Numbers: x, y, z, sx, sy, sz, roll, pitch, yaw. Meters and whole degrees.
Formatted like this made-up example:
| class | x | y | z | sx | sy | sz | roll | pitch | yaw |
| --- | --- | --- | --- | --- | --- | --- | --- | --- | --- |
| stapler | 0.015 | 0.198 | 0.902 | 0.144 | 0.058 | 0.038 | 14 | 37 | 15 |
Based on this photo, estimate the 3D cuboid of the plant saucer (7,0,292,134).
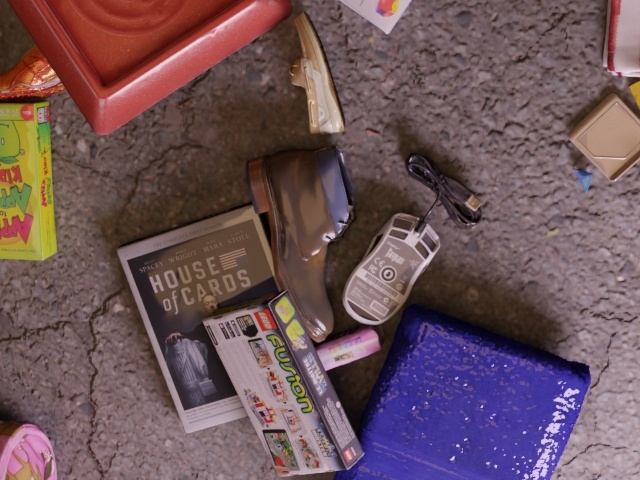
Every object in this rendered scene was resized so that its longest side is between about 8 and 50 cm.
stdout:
| class | x | y | z | sx | sy | sz | roll | pitch | yaw |
| --- | --- | --- | --- | --- | --- | --- | --- | --- | --- |
| plant saucer | -0.203 | -0.286 | 1.149 | 0.259 | 0.048 | 0.258 | -33 | 95 | 1 |

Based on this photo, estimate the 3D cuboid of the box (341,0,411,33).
| class | x | y | z | sx | sy | sz | roll | pitch | yaw |
| --- | --- | --- | --- | --- | --- | --- | --- | --- | --- |
| box | 0.036 | -0.331 | 1.137 | 0.186 | 0.038 | 0.145 | 35 | 105 | 1 |

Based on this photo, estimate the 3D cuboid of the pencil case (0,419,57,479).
| class | x | y | z | sx | sy | sz | roll | pitch | yaw |
| --- | --- | --- | --- | --- | --- | --- | --- | --- | --- |
| pencil case | -0.524 | 0.290 | 1.302 | 0.386 | 0.160 | 0.167 | 4 | 68 | 8 |

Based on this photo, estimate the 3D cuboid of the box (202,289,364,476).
| class | x | y | z | sx | sy | sz | roll | pitch | yaw |
| --- | --- | --- | --- | --- | --- | --- | --- | --- | --- |
| box | -0.042 | 0.163 | 1.202 | 0.114 | 0.036 | 0.207 | -16 | 102 | 41 |

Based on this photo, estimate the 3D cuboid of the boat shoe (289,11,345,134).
| class | x | y | z | sx | sy | sz | roll | pitch | yaw |
| --- | --- | --- | --- | --- | --- | --- | --- | --- | --- |
| boat shoe | -0.011 | -0.179 | 1.171 | 0.045 | 0.050 | 0.135 | -16 | 99 | 7 |

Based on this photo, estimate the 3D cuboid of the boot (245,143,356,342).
| class | x | y | z | sx | sy | sz | roll | pitch | yaw |
| --- | --- | --- | --- | --- | --- | --- | --- | --- | --- |
| boot | 0.000 | 0.000 | 1.192 | 0.106 | 0.082 | 0.219 | -18 | 97 | 15 |

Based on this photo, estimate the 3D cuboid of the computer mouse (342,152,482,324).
| class | x | y | z | sx | sy | sz | roll | pitch | yaw |
| --- | --- | --- | --- | --- | --- | --- | --- | --- | --- |
| computer mouse | 0.091 | 0.006 | 1.201 | 0.106 | 0.042 | 0.193 | 35 | 99 | -4 |

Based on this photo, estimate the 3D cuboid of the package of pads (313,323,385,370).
| class | x | y | z | sx | sy | sz | roll | pitch | yaw |
| --- | --- | --- | --- | --- | --- | --- | --- | --- | --- |
| package of pads | 0.032 | 0.120 | 1.228 | 0.083 | 0.050 | 0.032 | -22 | 93 | 13 |

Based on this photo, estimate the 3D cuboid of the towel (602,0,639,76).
| class | x | y | z | sx | sy | sz | roll | pitch | yaw |
| --- | --- | --- | --- | --- | --- | --- | --- | --- | --- |
| towel | 0.462 | -0.276 | 1.082 | 0.329 | 0.037 | 0.237 | 4 | 102 | 8 |

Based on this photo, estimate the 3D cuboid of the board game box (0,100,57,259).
| class | x | y | z | sx | sy | sz | roll | pitch | yaw |
| --- | --- | --- | --- | --- | --- | --- | --- | --- | --- |
| board game box | -0.362 | -0.071 | 1.254 | 0.092 | 0.043 | 0.181 | 2 | 102 | 8 |

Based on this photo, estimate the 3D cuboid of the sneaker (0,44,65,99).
| class | x | y | z | sx | sy | sz | roll | pitch | yaw |
| --- | --- | --- | --- | --- | --- | --- | --- | --- | --- |
| sneaker | -0.298 | -0.204 | 1.212 | 0.175 | 0.064 | 0.067 | -21 | 90 | 3 |

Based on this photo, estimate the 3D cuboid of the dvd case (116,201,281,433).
| class | x | y | z | sx | sy | sz | roll | pitch | yaw |
| --- | --- | --- | --- | --- | --- | --- | --- | --- | --- |
| dvd case | -0.115 | 0.092 | 1.257 | 0.179 | 0.029 | 0.238 | -18 | 99 | 12 |

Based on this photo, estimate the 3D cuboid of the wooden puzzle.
| class | x | y | z | sx | sy | sz | roll | pitch | yaw |
| --- | --- | --- | --- | --- | --- | --- | --- | --- | --- |
| wooden puzzle | 0.314 | -0.111 | 1.153 | 0.116 | 0.014 | 0.078 | -37 | 90 | 14 |

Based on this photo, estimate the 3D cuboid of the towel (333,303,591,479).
| class | x | y | z | sx | sy | sz | roll | pitch | yaw |
| --- | --- | --- | --- | --- | --- | --- | --- | --- | --- |
| towel | 0.148 | 0.239 | 1.228 | 0.228 | 0.076 | 0.308 | 20 | 106 | 0 |
